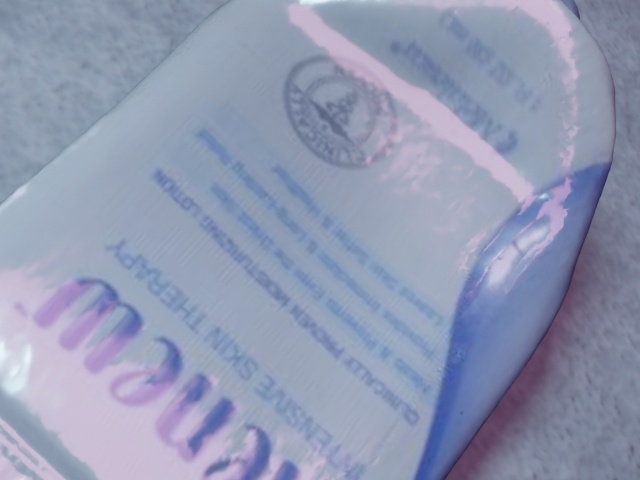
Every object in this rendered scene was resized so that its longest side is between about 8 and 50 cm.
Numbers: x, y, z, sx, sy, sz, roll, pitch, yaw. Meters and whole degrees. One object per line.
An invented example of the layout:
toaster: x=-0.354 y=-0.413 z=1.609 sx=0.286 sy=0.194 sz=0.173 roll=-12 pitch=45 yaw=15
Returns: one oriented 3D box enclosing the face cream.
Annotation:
face cream: x=0.000 y=0.000 z=0.746 sx=0.235 sy=0.137 sz=0.420 roll=44 pitch=52 yaw=-4
